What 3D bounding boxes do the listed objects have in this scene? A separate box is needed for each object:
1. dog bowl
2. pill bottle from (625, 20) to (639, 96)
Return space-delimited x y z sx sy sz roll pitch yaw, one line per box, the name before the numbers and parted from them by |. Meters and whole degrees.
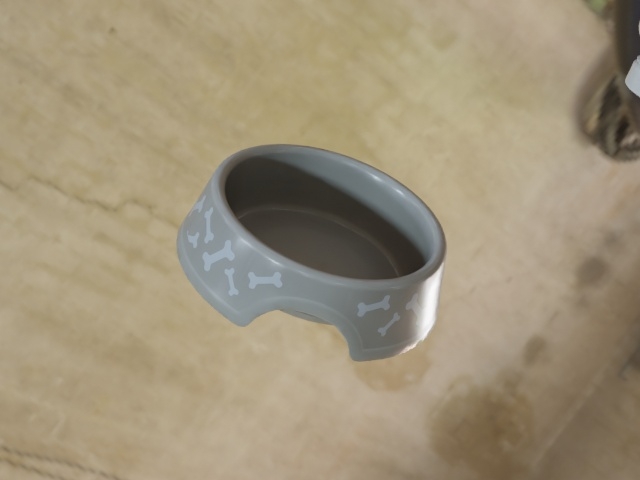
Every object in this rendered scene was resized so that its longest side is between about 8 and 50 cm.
dog bowl | 0.000 0.000 1.537 0.349 0.102 0.349 14 -149 -9
pill bottle | 0.380 -0.226 1.156 0.121 0.216 0.121 19 -153 -10
